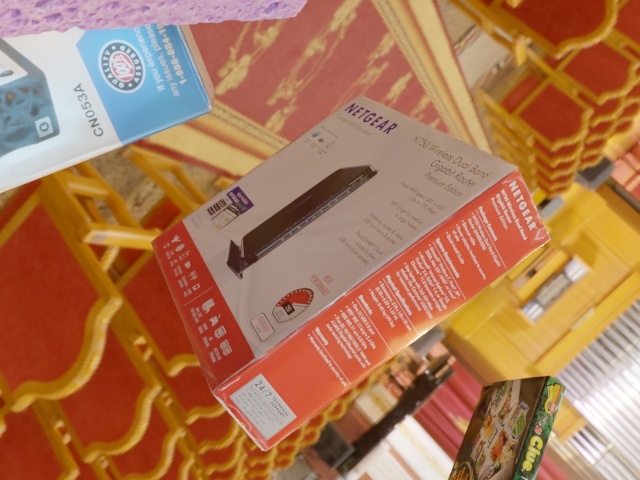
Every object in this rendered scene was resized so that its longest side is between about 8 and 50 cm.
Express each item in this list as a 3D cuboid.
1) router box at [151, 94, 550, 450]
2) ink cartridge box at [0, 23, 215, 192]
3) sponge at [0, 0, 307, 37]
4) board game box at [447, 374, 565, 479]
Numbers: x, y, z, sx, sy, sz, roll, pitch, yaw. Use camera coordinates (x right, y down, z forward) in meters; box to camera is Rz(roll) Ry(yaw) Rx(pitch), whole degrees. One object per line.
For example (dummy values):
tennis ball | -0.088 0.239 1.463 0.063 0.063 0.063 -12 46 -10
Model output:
router box | 0.000 0.000 0.745 0.301 0.082 0.335 -36 -152 -5
ink cartridge box | -0.260 -0.149 0.547 0.307 0.223 0.129 -21 -161 0
sponge | -0.084 -0.132 0.339 0.210 0.031 0.117 -14 176 -28
board game box | 0.177 0.271 0.814 0.259 0.030 0.136 -63 -167 -21
